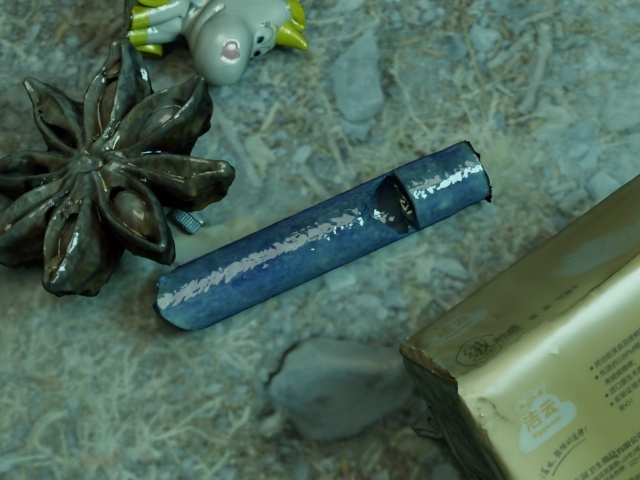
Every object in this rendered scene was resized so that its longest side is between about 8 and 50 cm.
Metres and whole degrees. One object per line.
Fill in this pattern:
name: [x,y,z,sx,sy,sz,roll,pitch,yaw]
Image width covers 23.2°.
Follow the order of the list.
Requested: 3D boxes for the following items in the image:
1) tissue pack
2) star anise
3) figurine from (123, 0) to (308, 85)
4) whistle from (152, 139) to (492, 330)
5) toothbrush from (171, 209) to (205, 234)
tissue pack: [0.223,0.083,1.211,0.305,0.238,0.238,-35,67,-13]
star anise: [-0.180,-0.046,1.333,0.236,0.109,0.223,26,73,34]
figurine: [-0.097,-0.205,1.426,0.178,0.109,0.130,20,44,9]
whistle: [0.000,0.000,1.330,0.304,0.062,0.062,-24,65,-10]
toothbrush: [-0.176,-0.067,1.397,0.193,0.013,0.019,39,80,19]
